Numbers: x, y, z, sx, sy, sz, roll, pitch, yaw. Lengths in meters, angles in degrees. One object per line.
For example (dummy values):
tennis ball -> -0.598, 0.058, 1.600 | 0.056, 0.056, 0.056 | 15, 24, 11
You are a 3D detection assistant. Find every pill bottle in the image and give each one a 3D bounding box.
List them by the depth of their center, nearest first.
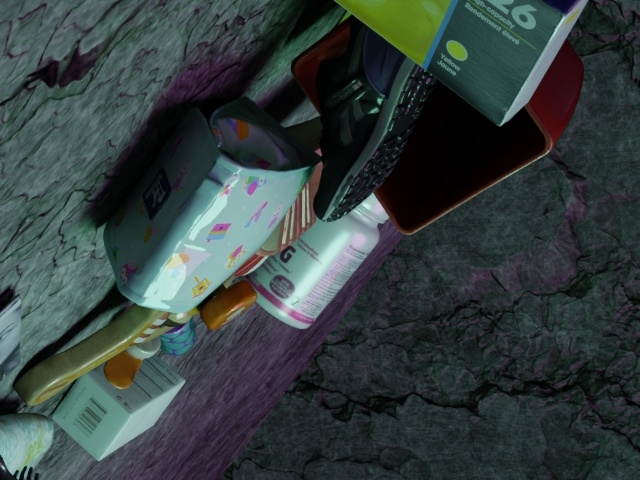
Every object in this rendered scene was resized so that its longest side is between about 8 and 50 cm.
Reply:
pill bottle -> 0.000, 0.000, 2.560 | 0.283, 0.160, 0.160 | -51, 171, 11

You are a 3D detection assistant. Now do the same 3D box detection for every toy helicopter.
toy helicopter -> -0.271, 0.127, 2.040 | 0.355, 0.140, 0.235 | -31, 172, -29

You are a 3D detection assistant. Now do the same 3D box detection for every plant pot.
plant pot -> 0.176, -0.211, 1.862 | 0.267, 0.267, 0.236 | -32, -176, 42

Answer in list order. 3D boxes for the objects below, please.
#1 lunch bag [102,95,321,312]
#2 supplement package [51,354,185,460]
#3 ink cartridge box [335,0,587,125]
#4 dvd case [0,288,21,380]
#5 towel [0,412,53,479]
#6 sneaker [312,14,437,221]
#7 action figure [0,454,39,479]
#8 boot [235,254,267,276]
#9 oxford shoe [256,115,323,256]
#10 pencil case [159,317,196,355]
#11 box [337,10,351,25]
lunch bag -> -0.138, -0.043, 1.763 | 0.223, 0.160, 0.262 | -51, 176, 18
supplement package -> -0.309, 0.244, 2.270 | 0.105, 0.105, 0.179 | -54, 169, 22
ink cartridge box -> 0.128, -0.297, 1.522 | 0.072, 0.304, 0.307 | -46, 169, -25
dvd case -> -0.412, 0.155, 1.712 | 0.164, 0.018, 0.221 | -44, 170, -25
towel -> -0.509, 0.369, 1.876 | 0.374, 0.090, 0.320 | -48, 177, -1
sneaker -> 0.044, -0.157, 1.769 | 0.107, 0.124, 0.283 | -26, 149, -55
action figure -> -0.405, 0.192, 1.526 | 0.164, 0.141, 0.275 | -23, 129, -1
boot -> -0.099, -0.022, 2.257 | 0.244, 0.088, 0.176 | -49, 170, 24
oxford shoe -> -0.016, -0.131, 2.050 | 0.397, 0.147, 0.140 | -37, 141, -40
pencil case -> -0.234, 0.135, 2.313 | 0.151, 0.070, 0.064 | 90, 7, -72
box -> 0.070, -0.297, 2.003 | 0.232, 0.058, 0.087 | -54, 170, 31
